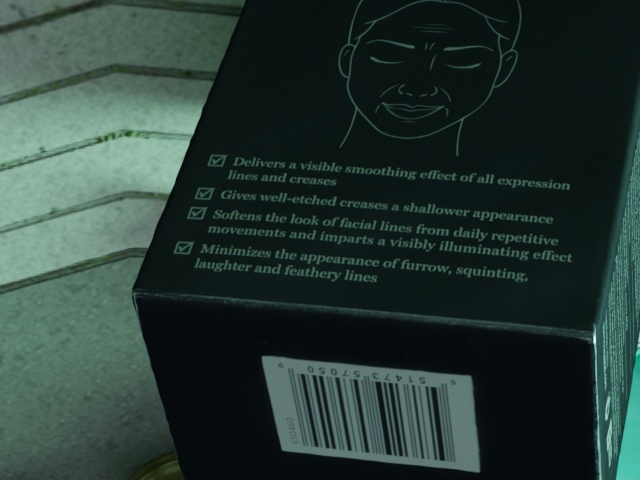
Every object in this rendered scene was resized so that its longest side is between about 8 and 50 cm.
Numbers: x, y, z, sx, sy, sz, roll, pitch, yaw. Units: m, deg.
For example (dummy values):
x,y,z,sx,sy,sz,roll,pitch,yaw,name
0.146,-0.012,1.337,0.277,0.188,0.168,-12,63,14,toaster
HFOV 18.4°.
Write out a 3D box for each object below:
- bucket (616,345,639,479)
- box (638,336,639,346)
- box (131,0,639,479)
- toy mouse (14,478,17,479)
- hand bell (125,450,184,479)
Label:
x,y,z,sx,sy,sz,roll,pitch,yaw,name
0.242,0.217,1.791,0.183,0.281,0.281,5,132,-12,bucket
0.266,0.008,1.712,0.289,0.087,0.169,-2,133,-10,box
0.077,-0.024,1.373,0.293,0.395,0.212,5,137,15,box
-0.285,0.285,1.896,0.161,0.031,0.143,-4,134,-9,toy mouse
-0.095,0.327,1.878,0.126,0.126,0.242,-23,122,10,hand bell
